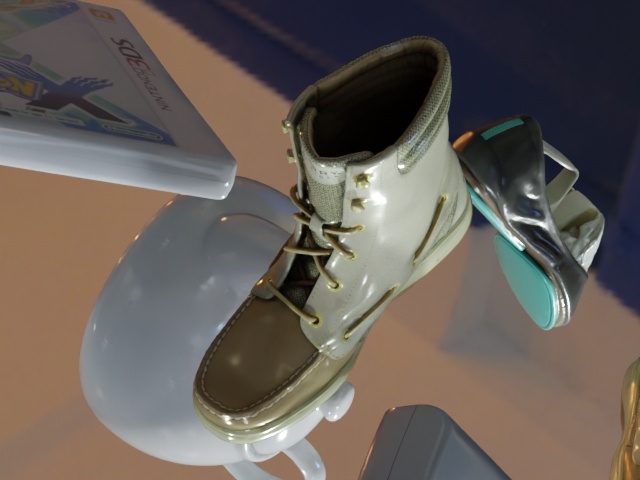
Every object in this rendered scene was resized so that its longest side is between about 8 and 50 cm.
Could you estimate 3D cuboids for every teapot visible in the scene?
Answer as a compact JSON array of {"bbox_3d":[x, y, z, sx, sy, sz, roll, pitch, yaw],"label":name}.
[{"bbox_3d":[-0.055,0.088,1.427,0.187,0.253,0.256,31,-172,19],"label":"teapot"}]

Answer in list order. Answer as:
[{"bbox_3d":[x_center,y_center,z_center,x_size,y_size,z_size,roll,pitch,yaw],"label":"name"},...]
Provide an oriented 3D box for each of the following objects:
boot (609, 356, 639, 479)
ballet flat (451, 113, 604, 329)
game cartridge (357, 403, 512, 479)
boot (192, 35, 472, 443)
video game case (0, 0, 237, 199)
[{"bbox_3d":[0.312,0.120,1.342,0.095,0.203,0.262,29,-145,-10],"label":"boot"},{"bbox_3d":[0.189,-0.015,1.525,0.096,0.280,0.095,-39,-124,-2],"label":"ballet flat"},{"bbox_3d":[0.062,0.256,1.020,0.062,0.198,0.297,-3,-120,26],"label":"game cartridge"},{"bbox_3d":[0.000,0.000,0.972,0.077,0.165,0.213,37,-109,23],"label":"boot"},{"bbox_3d":[-0.254,-0.130,1.266,0.329,0.036,0.300,9,-157,-27],"label":"video game case"}]
